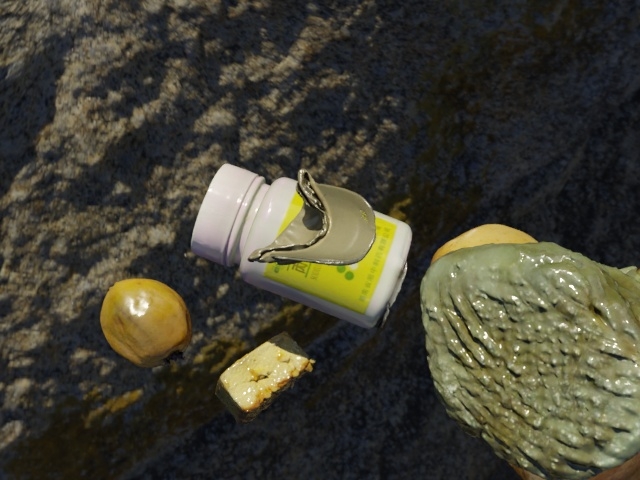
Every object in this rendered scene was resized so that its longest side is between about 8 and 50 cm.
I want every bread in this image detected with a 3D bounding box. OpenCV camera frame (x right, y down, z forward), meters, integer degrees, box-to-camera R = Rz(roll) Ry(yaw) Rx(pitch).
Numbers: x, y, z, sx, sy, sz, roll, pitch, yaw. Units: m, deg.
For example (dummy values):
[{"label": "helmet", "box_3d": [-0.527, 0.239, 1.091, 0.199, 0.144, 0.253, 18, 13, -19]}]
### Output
[{"label": "bread", "box_3d": [-0.124, 0.300, 1.501, 0.184, 0.275, 0.114, -33, 81, -20]}]

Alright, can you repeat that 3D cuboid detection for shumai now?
[{"label": "shumai", "box_3d": [0.237, 0.104, 0.733, 0.222, 0.260, 0.225, -17, 125, -59]}]

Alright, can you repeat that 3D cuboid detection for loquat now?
[{"label": "loquat", "box_3d": [-0.384, 0.186, 1.567, 0.234, 0.187, 0.176, 43, 56, 5]}]

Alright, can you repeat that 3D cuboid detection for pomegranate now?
[{"label": "pomegranate", "box_3d": [0.386, 0.107, 1.598, 0.307, 0.307, 0.307, -8, 116, -16]}]

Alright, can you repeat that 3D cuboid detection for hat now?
[{"label": "hat", "box_3d": [0.000, 0.000, 0.894, 0.147, 0.175, 0.085, -56, 137, -17]}]

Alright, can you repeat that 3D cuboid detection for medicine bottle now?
[{"label": "medicine bottle", "box_3d": [-0.032, 0.007, 1.315, 0.378, 0.213, 0.214, 20, 108, 2]}]

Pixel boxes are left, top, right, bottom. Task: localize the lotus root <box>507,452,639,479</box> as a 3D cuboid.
[{"label": "lotus root", "box_3d": [0.422, 0.327, 1.229, 0.316, 0.316, 0.250, 32, 95, -28]}]
